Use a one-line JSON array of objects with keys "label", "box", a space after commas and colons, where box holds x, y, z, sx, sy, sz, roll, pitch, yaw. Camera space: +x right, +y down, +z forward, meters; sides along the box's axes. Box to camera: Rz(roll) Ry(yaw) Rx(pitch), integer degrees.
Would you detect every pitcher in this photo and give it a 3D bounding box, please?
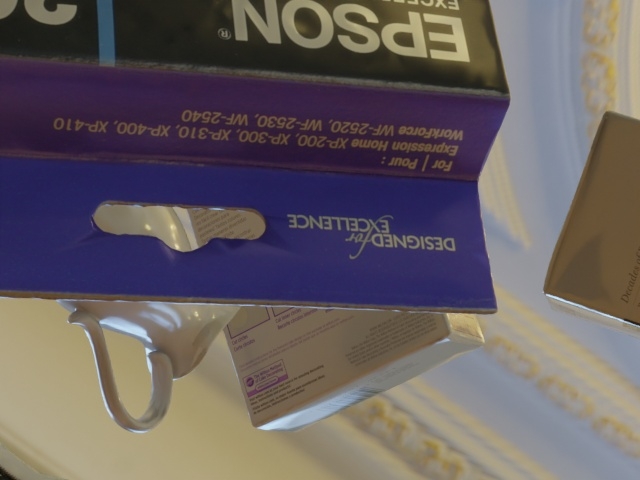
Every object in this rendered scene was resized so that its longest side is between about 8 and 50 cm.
[{"label": "pitcher", "box": [-0.169, 0.047, 1.355, 0.125, 0.178, 0.207, -4, -39, 34]}]

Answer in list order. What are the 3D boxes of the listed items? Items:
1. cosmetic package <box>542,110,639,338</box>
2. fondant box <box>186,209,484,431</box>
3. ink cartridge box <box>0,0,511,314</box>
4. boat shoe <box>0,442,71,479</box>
[{"label": "cosmetic package", "box": [0.284, 0.007, 1.241, 0.183, 0.151, 0.151, 18, -94, 13]}, {"label": "fondant box", "box": [0.000, 0.000, 1.644, 0.238, 0.096, 0.330, -27, -110, 23]}, {"label": "ink cartridge box", "box": [-0.047, -0.078, 0.511, 0.206, 0.208, 0.045, 2, -31, -17]}, {"label": "boat shoe", "box": [-0.217, 0.140, 0.843, 0.114, 0.091, 0.302, -13, -38, 42]}]
